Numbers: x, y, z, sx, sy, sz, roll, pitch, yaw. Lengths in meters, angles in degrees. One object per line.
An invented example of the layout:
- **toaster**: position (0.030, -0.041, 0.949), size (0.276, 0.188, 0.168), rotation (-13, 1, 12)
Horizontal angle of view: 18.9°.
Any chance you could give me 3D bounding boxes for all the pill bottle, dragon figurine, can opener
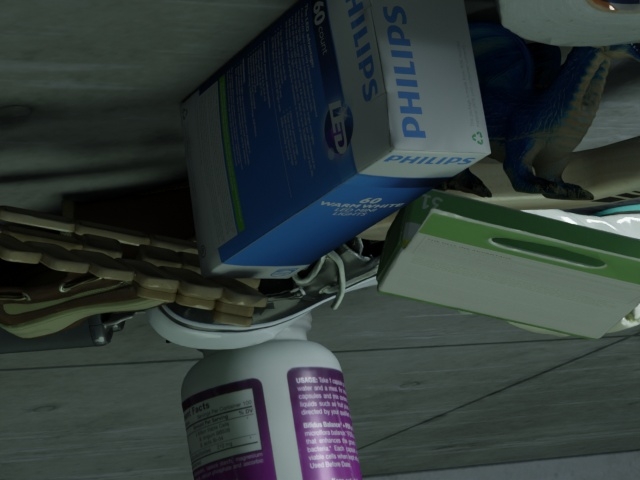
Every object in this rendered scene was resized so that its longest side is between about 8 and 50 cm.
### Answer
- **pill bottle**: position (-0.050, 0.202, 1.945), size (0.169, 0.301, 0.169), rotation (-9, 165, -2)
- **dragon figurine**: position (0.119, -0.103, 1.332), size (0.289, 0.144, 0.085), rotation (3, 178, 38)
- **can opener**: position (-0.211, 0.044, 1.729), size (0.283, 0.095, 0.076), rotation (-5, -166, 13)

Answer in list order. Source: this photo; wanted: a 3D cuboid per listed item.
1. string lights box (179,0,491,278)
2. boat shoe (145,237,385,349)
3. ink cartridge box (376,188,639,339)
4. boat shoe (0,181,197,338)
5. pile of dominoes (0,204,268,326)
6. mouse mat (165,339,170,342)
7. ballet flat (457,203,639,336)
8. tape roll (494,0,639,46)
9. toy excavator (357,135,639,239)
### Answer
- **string lights box**: position (0.000, -0.074, 1.263), size (0.077, 0.133, 0.260), rotation (1, 162, -31)
- **boat shoe**: position (0.002, 0.004, 1.598), size (0.306, 0.113, 0.105), rotation (-12, 156, -15)
- **ink cartridge box**: position (0.138, 0.006, 1.295), size (0.171, 0.056, 0.235), rotation (13, 163, -3)
- **boat shoe**: position (-0.176, 0.007, 1.548), size (0.257, 0.095, 0.095), rotation (-24, 140, 21)
- **pile of dominoes**: position (-0.170, 0.020, 1.393), size (0.251, 0.040, 0.196), rotation (11, -172, -11)
- **mouse mat**: position (-0.041, 0.036, 1.744), size (0.153, 0.007, 0.190), rotation (-23, -173, 40)
- **ballet flat**: position (0.245, 0.031, 1.846), size (0.139, 0.139, 0.400), rotation (-23, 161, 41)
- **tape roll**: position (0.202, -0.185, 1.106), size (0.219, 0.072, 0.219), rotation (-11, 165, -3)
- **toy excavator**: position (0.295, -0.058, 1.443), size (0.433, 0.222, 0.445), rotation (0, 171, -31)
